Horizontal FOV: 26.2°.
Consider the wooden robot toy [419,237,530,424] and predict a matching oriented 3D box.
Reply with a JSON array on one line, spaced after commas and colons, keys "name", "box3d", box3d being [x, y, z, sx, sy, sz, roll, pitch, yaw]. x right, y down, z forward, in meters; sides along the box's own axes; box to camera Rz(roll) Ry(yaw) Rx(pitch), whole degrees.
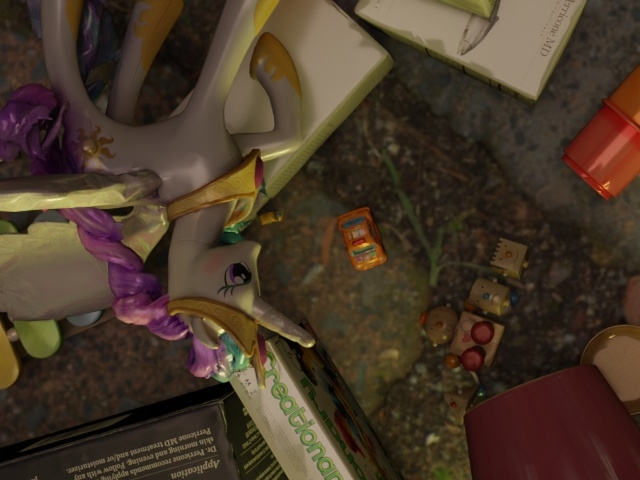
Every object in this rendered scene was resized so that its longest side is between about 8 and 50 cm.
[{"name": "wooden robot toy", "box3d": [0.128, 0.076, 1.261, 0.079, 0.076, 0.173, 20, 95, 18]}]

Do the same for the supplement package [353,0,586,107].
[{"name": "supplement package", "box3d": [0.135, -0.206, 1.228, 0.179, 0.105, 0.105, 26, 95, 6]}]

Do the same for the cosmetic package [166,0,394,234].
[{"name": "cosmetic package", "box3d": [-0.050, -0.121, 1.272, 0.117, 0.085, 0.231, 45, 96, 5]}]

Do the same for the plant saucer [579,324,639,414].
[{"name": "plant saucer", "box3d": [0.281, 0.118, 1.264, 0.083, 0.015, 0.083, 0, 93, 8]}]

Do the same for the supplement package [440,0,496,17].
[{"name": "supplement package", "box3d": [0.111, -0.326, 1.105, 0.139, 0.134, 0.244, 21, 92, 13]}]

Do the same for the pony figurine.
[{"name": "pony figurine", "box3d": [-0.172, -0.059, 1.137, 0.351, 0.303, 0.363, 1, 72, 6]}]

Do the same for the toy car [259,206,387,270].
[{"name": "toy car", "box3d": [0.000, 0.000, 1.289, 0.122, 0.040, 0.060, -2, 92, 8]}]

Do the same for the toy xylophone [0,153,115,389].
[{"name": "toy xylophone", "box3d": [-0.343, 0.042, 1.322, 0.322, 0.081, 0.236, -32, 87, 8]}]

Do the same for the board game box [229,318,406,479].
[{"name": "board game box", "box3d": [0.031, 0.218, 1.216, 0.053, 0.193, 0.305, -32, 88, 9]}]

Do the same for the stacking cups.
[{"name": "stacking cups", "box3d": [0.338, -0.174, 1.216, 0.096, 0.096, 0.316, 45, 102, 4]}]

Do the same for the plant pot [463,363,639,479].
[{"name": "plant pot", "box3d": [0.216, 0.214, 1.199, 0.201, 0.201, 0.180, -22, 74, 9]}]

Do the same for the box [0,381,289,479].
[{"name": "box", "box3d": [-0.183, 0.325, 1.259, 0.343, 0.179, 0.312, -17, 89, 9]}]
